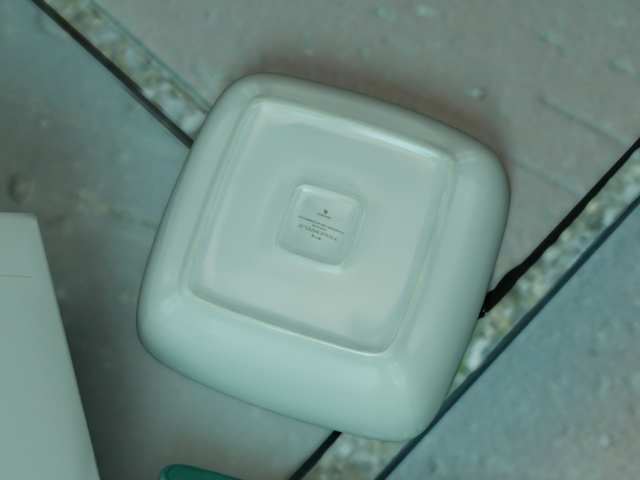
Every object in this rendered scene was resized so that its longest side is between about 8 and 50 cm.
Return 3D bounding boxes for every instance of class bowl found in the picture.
[{"bbox_3d":[0.000,0.000,0.666,0.142,0.053,0.142,18,76,9],"label":"bowl"}]

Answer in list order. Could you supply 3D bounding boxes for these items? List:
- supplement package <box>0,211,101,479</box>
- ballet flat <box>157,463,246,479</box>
[{"bbox_3d":[-0.180,0.150,0.539,0.175,0.177,0.293,-26,73,34],"label":"supplement package"},{"bbox_3d":[0.018,0.138,0.632,0.188,0.070,0.070,13,76,8],"label":"ballet flat"}]
